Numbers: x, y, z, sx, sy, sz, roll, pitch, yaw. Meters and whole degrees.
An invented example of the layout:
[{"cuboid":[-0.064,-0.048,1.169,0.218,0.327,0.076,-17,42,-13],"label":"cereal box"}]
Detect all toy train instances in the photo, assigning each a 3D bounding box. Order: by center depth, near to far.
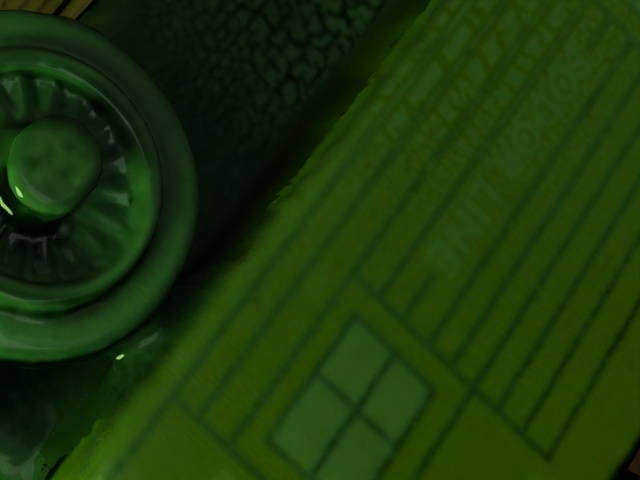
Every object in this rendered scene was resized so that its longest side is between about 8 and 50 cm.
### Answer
[{"cuboid":[0.008,-0.028,0.587,0.272,0.179,0.442,44,59,-12],"label":"toy train"}]

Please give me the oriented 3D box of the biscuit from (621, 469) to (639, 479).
[{"cuboid":[0.033,0.242,0.619,0.107,0.073,0.388,31,59,-17],"label":"biscuit"}]
